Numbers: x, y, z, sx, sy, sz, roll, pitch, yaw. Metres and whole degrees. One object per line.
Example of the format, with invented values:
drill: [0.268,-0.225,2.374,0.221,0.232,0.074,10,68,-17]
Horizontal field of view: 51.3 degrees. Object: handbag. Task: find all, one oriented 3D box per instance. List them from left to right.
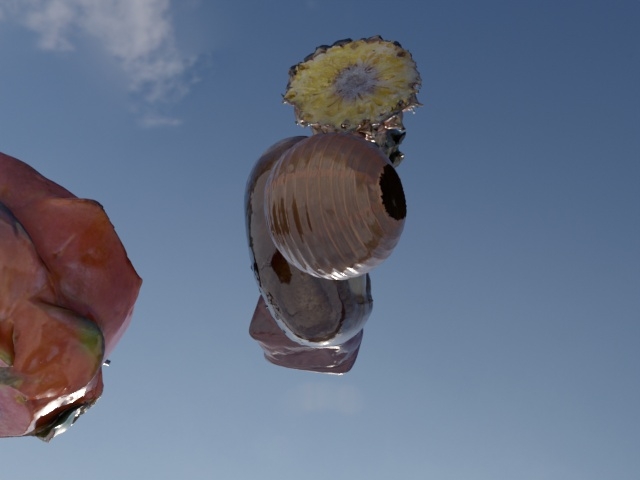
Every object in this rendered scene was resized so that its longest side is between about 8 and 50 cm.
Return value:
handbag: [-0.027,0.184,1.371,0.225,0.146,0.135,2,-37,16]

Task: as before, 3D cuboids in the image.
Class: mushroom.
mushroom: [-0.014,-0.001,0.902,0.163,0.297,0.278,-8,-33,-1]

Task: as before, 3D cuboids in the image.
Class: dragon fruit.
dragon fruit: [-0.313,0.066,0.596,0.290,0.189,0.291,12,-42,11]

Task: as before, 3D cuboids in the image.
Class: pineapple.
pineapple: [0.072,-0.195,1.236,0.262,0.262,0.272,16,-33,24]

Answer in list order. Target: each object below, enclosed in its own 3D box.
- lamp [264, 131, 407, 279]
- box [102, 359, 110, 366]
lamp: [0.013,-0.031,0.613,0.136,0.136,0.136,13,-62,26]
box: [-0.474,0.124,1.115,0.188,0.252,0.153,-3,-109,8]
